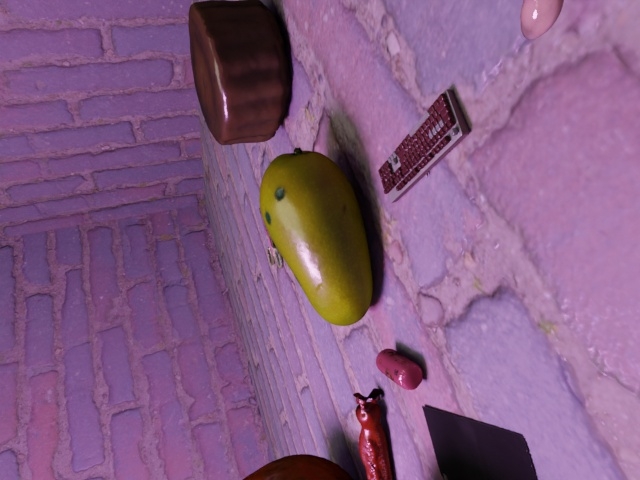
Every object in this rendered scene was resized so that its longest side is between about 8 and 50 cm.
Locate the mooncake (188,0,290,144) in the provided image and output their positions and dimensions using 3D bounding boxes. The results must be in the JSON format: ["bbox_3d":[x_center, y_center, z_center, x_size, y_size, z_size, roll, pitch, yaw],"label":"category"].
[{"bbox_3d":[-0.172,-0.347,0.891,0.290,0.162,0.289,166,90,-71],"label":"mooncake"}]

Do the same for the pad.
[{"bbox_3d":[0.184,0.265,0.493,0.193,0.004,0.116,143,113,-69],"label":"pad"}]

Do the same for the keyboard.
[{"bbox_3d":[0.106,-0.095,0.473,0.166,0.017,0.055,129,126,-66],"label":"keyboard"}]

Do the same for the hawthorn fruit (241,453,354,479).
[{"bbox_3d":[-0.087,0.667,0.891,0.403,0.404,0.401,168,90,-71],"label":"hawthorn fruit"}]

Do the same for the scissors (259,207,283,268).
[{"bbox_3d":[-0.150,-0.010,1.249,0.134,0.020,0.187,1,104,67],"label":"scissors"}]

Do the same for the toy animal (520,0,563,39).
[{"bbox_3d":[0.123,-0.199,0.268,0.089,0.084,0.150,-56,28,37],"label":"toy animal"}]

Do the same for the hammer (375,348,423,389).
[{"bbox_3d":[0.111,0.182,0.598,0.083,0.043,0.043,-171,70,-68],"label":"hammer"}]

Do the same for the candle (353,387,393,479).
[{"bbox_3d":[0.104,0.418,0.750,0.051,0.048,0.328,7,109,61],"label":"candle"}]

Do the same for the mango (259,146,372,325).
[{"bbox_3d":[0.000,0.000,0.660,0.292,0.143,0.175,70,163,-7],"label":"mango"}]
